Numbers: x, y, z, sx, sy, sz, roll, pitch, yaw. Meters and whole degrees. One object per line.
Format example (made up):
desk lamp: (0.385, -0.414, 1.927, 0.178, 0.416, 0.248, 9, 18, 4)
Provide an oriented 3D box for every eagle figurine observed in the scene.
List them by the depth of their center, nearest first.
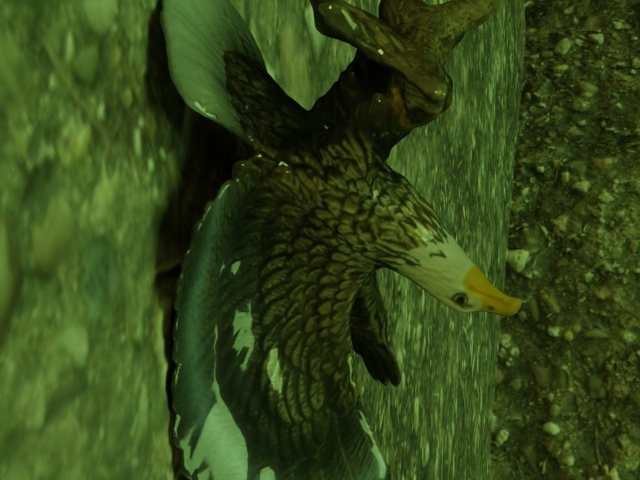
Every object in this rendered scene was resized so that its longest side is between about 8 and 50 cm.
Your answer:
eagle figurine: (0.007, 0.007, 0.591, 0.226, 0.225, 0.298, -5, 133, -36)
